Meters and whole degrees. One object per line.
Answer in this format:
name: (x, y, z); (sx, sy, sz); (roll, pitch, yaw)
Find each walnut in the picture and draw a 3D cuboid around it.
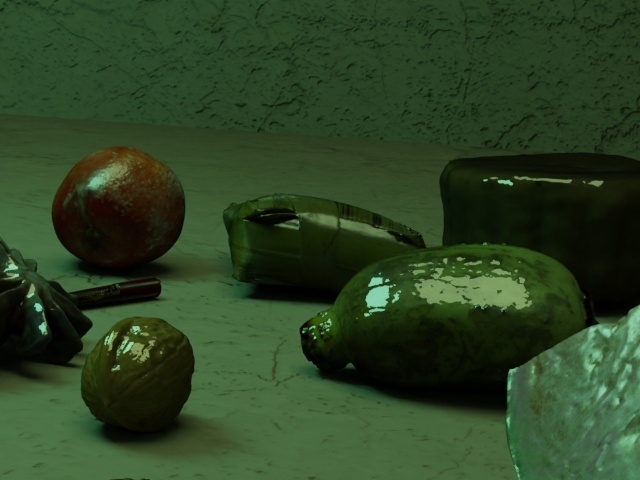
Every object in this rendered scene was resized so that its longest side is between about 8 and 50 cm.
walnut: (-0.165, 0.122, 1.339); (0.105, 0.105, 0.124); (9, 27, 20)

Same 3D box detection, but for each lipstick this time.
lipstick: (-0.264, 0.067, 1.765); (0.027, 0.027, 0.176); (15, 16, 41)

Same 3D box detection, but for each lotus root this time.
lotus root: (0.132, 0.085, 1.543); (0.309, 0.173, 0.173); (-2, 11, 2)

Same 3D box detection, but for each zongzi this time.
zongzi: (0.000, 0.000, 1.989); (0.260, 0.123, 0.289); (8, 7, -6)

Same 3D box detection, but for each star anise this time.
star anise: (-0.339, 0.061, 1.535); (0.198, 0.110, 0.257); (27, 13, -36)

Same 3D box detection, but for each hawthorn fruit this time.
hawthorn fruit: (-0.270, -0.042, 1.958); (0.173, 0.172, 0.173); (5, 11, -1)

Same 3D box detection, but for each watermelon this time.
watermelon: (0.321, 0.174, 1.086); (0.222, 0.319, 0.292); (31, 39, -30)

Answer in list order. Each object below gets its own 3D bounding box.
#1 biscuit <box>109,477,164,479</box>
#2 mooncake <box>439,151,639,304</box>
biscuit: (-0.146, 0.215, 1.048); (0.131, 0.026, 0.237); (3, 12, -17)
mooncake: (0.321, -0.018, 2.041); (0.324, 0.187, 0.324); (3, 10, 0)
